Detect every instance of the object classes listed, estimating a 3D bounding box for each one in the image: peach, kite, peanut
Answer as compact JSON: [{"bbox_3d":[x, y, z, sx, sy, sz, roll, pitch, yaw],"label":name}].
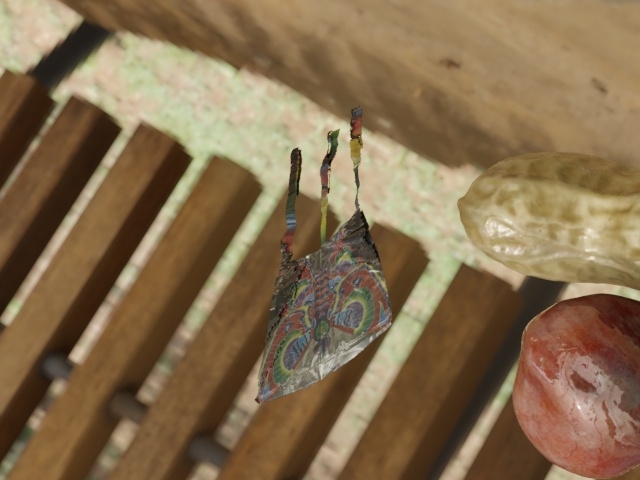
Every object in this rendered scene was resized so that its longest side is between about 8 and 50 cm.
[{"bbox_3d":[0.233,0.123,1.179,0.152,0.152,0.152,30,168,7],"label":"peach"},{"bbox_3d":[0.000,0.000,1.219,0.015,0.285,0.152,35,128,-30],"label":"kite"},{"bbox_3d":[0.261,-0.011,1.239,0.298,0.120,0.136,8,178,21],"label":"peanut"}]
